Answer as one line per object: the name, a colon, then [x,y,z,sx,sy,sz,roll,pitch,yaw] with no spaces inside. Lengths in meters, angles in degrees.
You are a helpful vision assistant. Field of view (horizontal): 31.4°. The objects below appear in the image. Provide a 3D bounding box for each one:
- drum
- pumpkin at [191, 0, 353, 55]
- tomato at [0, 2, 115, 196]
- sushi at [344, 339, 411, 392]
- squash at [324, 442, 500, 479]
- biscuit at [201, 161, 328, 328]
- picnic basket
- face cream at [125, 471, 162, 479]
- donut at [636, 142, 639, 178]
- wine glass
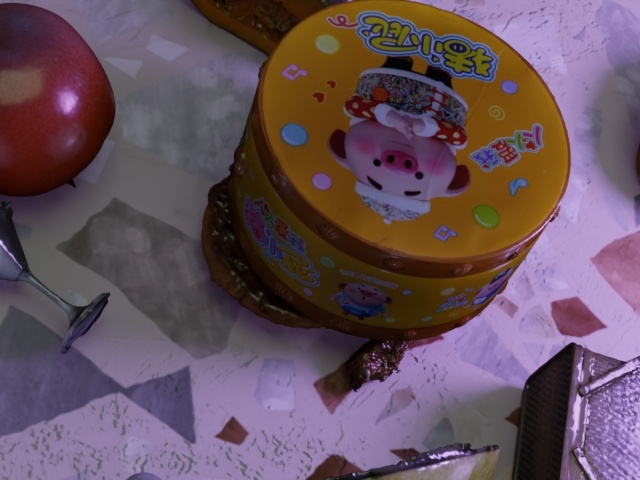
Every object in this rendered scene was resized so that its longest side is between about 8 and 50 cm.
drum: [0.100,-0.095,1.482,0.431,0.214,0.431,6,58,-10]
pumpkin: [-0.064,-0.396,1.684,0.317,0.222,0.139,34,59,4]
tomato: [-0.394,-0.181,1.472,0.256,0.224,0.255,1,54,-2]
sushi: [0.082,0.158,1.528,0.118,0.061,0.060,-41,88,-10]
squash: [0.065,0.295,1.344,0.210,0.233,0.309,48,62,0]
biscuit: [-0.001,-0.004,1.573,0.334,0.081,0.289,-1,59,-16]
picnic basket: [0.346,0.281,1.473,0.139,0.165,0.266,18,60,-7]
face cream: [-0.261,0.399,1.283,0.144,0.071,0.291,44,59,9]
donut: [0.663,-0.154,1.820,0.330,0.160,0.330,1,63,-3]
wine glass: [-0.362,0.052,1.421,0.183,0.122,0.122,39,59,3]
